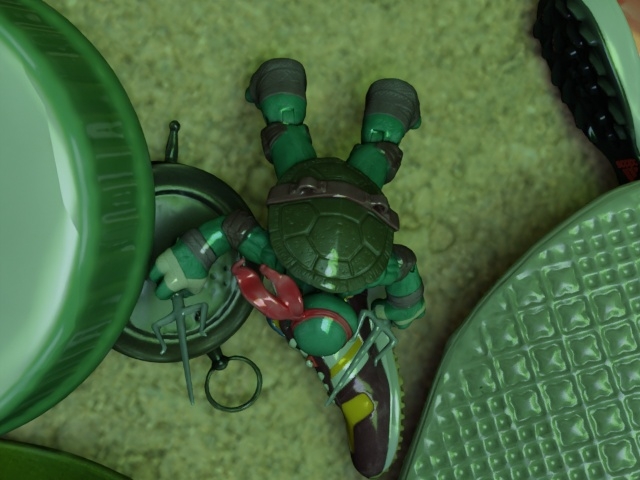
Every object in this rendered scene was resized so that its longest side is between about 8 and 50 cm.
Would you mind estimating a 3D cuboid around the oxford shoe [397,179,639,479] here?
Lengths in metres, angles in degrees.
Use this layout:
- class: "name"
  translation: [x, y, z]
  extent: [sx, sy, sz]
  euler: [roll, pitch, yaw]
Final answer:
- class: "oxford shoe"
  translation: [0.138, 0.157, 0.926]
  extent: [0.169, 0.130, 0.449]
  euler: [30, 96, 15]

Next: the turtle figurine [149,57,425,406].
- class: "turtle figurine"
  translation: [0.000, 0.000, 0.841]
  extent: [0.175, 0.118, 0.234]
  euler: [21, 55, -20]

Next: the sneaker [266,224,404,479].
- class: "sneaker"
  translation: [0.006, 0.070, 0.934]
  extent: [0.084, 0.069, 0.185]
  euler: [-5, 88, -12]

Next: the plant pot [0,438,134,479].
- class: "plant pot"
  translation: [-0.250, 0.342, 0.766]
  extent: [0.367, 0.366, 0.353]
  euler: [-3, 107, -15]

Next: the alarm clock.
- class: "alarm clock"
  translation: [-0.092, 0.030, 0.906]
  extent: [0.129, 0.064, 0.192]
  euler: [-31, 105, -10]

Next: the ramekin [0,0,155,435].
- class: "ramekin"
  translation: [-0.251, -0.016, 0.780]
  extent: [0.303, 0.148, 0.303]
  euler: [0, 93, -2]

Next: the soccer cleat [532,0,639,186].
- class: "soccer cleat"
  translation: [0.260, -0.049, 0.971]
  extent: [0.116, 0.108, 0.318]
  euler: [-27, 99, -15]
